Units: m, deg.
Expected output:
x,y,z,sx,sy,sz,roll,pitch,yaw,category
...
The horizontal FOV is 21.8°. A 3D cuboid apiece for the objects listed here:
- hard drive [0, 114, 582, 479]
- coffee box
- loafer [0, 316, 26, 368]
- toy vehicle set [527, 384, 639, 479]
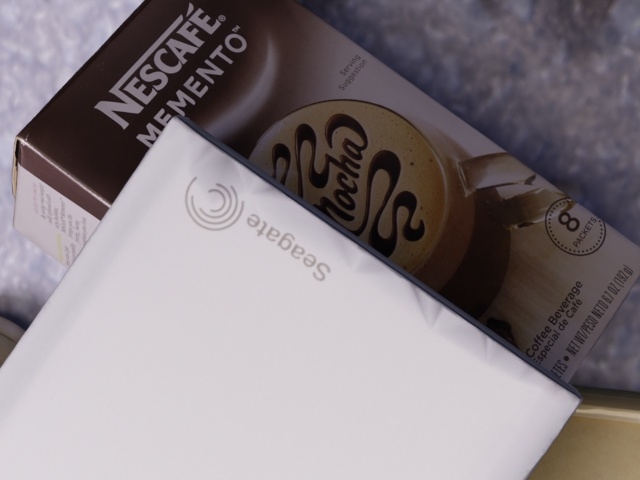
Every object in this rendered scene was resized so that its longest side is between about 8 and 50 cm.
x,y,z,sx,sy,sz,roll,pitch,yaw,category
-0.072,0.151,0.791,0.233,0.047,0.353,35,93,4,hard drive
0.000,0.000,0.895,0.297,0.119,0.168,36,65,5,coffee box
-0.259,0.173,1.054,0.102,0.092,0.268,22,106,10,loafer
0.237,0.177,0.951,0.267,0.035,0.166,6,103,14,toy vehicle set
